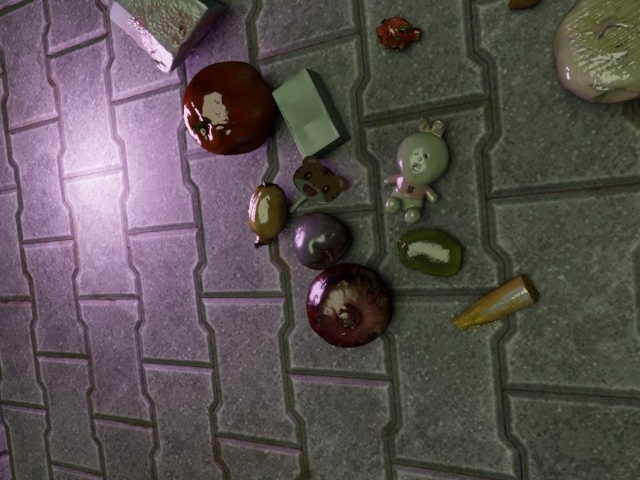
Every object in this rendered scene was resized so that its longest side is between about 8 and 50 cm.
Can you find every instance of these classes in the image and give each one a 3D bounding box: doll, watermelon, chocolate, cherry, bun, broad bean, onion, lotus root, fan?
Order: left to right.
[{"bbox_3d":[-0.480,-0.671,1.624,0.387,0.228,0.258,5,106,19],"label":"watermelon"},{"bbox_3d":[-0.163,-0.073,1.561,0.118,0.125,0.221,3,105,-13],"label":"lotus root"},{"bbox_3d":[-0.032,-0.147,1.512,0.152,0.008,0.226,36,131,-12],"label":"fan"},{"bbox_3d":[-0.003,0.002,1.472,0.176,0.140,0.176,-17,64,39],"label":"cherry"},{"bbox_3d":[0.079,0.184,1.416,0.246,0.190,0.246,2,99,10],"label":"onion"},{"bbox_3d":[0.253,-0.183,1.337,0.154,0.113,0.275,19,97,16],"label":"doll"},{"bbox_3d":[0.290,0.031,1.355,0.174,0.082,0.124,5,98,17],"label":"broad bean"},{"bbox_3d":[0.438,0.167,1.292,0.219,0.085,0.086,-34,79,30],"label":"chocolate"},{"bbox_3d":[0.632,-0.415,1.077,0.272,0.168,0.273,-4,81,26],"label":"bun"}]

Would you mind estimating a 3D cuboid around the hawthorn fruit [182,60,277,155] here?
[{"bbox_3d":[-0.277,-0.381,1.505,0.275,0.299,0.275,18,128,25],"label":"hawthorn fruit"}]

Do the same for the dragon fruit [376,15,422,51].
[{"bbox_3d":[0.207,-0.544,1.336,0.116,0.086,0.081,2,58,20],"label":"dragon fruit"}]

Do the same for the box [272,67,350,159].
[{"bbox_3d":[-0.026,-0.361,1.474,0.129,0.086,0.225,-29,82,27],"label":"box"}]

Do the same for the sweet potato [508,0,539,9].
[{"bbox_3d":[0.539,-0.600,1.168,0.218,0.051,0.065,-21,81,27],"label":"sweet potato"}]
